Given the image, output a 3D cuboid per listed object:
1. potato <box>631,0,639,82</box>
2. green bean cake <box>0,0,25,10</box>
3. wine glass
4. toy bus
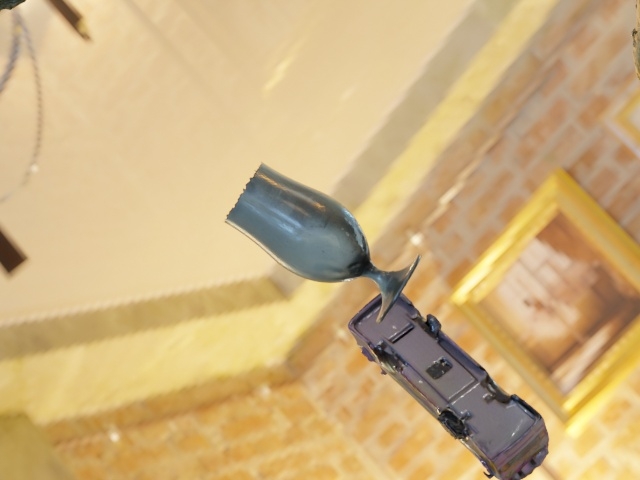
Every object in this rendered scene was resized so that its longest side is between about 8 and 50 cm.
[{"bbox_3d":[0.451,-0.251,1.813,0.210,0.173,0.307,-15,-33,-11],"label":"potato"},{"bbox_3d":[-0.337,-0.279,1.425,0.185,0.094,0.183,-26,-60,-4],"label":"green bean cake"},{"bbox_3d":[0.000,0.000,1.711,0.093,0.202,0.093,-57,-1,-2],"label":"wine glass"},{"bbox_3d":[0.150,0.174,1.907,0.090,0.274,0.112,-40,-37,-9],"label":"toy bus"}]
